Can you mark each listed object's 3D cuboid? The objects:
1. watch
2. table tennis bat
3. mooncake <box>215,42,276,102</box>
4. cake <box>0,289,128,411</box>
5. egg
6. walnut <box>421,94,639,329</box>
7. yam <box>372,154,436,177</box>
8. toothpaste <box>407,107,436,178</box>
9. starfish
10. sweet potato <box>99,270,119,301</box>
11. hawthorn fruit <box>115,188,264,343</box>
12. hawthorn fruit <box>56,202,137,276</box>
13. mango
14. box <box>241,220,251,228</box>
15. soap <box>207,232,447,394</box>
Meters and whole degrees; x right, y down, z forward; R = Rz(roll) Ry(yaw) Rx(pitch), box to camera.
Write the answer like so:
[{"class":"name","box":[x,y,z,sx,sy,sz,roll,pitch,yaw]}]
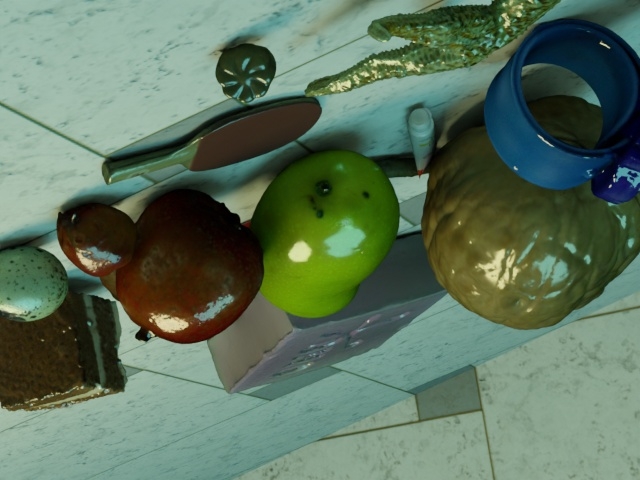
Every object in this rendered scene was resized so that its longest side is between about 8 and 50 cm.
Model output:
[{"class":"watch","box":[0.291,-0.151,2.011,0.196,0.200,0.171,-65,-177,-34]},{"class":"table tennis bat","box":[-0.113,-0.103,1.950,0.247,0.022,0.138,-17,165,-21]},{"class":"mooncake","box":[0.043,-0.220,1.655,0.150,0.057,0.347,28,132,-16]},{"class":"cake","box":[-0.324,0.138,2.281,0.135,0.135,0.147,-14,170,13]},{"class":"egg","box":[-0.334,0.049,2.052,0.110,0.085,0.085,-7,160,-37]},{"class":"walnut","box":[0.259,-0.035,2.217,0.277,0.252,0.313,-27,164,-24]},{"class":"yam","box":[0.124,-0.091,2.291,0.234,0.029,0.027,-6,-161,-43]},{"class":"toothpaste","box":[0.122,-0.118,2.181,0.048,0.031,0.190,-65,168,-9]},{"class":"starfish","box":[0.151,-0.212,1.701,0.347,0.078,0.358,-33,180,-3]},{"class":"sweet potato","box":[-0.239,0.043,2.220,0.057,0.057,0.264,-19,164,-7]},{"class":"hawthorn fruit","box":[-0.156,0.042,2.085,0.188,0.169,0.169,-51,159,9]},{"class":"hawthorn fruit","box":[-0.249,-0.007,2.008,0.081,0.081,0.093,-28,135,26]},{"class":"mango","box":[0.000,0.000,2.177,0.175,0.143,0.293,-6,152,-12]},{"class":"box","box":[-0.064,0.005,2.338,0.229,0.050,0.123,-22,164,7]},{"class":"soap","box":[0.012,0.103,2.701,0.285,0.107,0.296,-16,166,-27]}]
